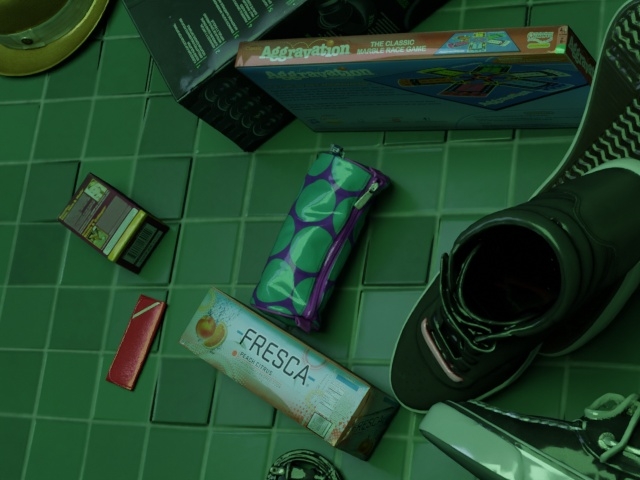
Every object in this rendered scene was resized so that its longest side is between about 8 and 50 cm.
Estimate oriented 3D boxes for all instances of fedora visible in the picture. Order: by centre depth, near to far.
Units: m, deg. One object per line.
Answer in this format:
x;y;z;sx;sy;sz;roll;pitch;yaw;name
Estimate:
-0.295;-0.257;1.590;0.194;0.079;0.194;-10;68;26;fedora

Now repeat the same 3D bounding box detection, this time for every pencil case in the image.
0.000;0.000;1.347;0.070;0.064;0.151;18;81;52;pencil case

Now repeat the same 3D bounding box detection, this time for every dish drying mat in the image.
-0.164;0.090;1.435;0.032;0.008;0.083;17;81;31;dish drying mat

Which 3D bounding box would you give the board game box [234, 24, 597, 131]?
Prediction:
0.087;-0.126;1.299;0.281;0.145;0.027;1;73;28;board game box

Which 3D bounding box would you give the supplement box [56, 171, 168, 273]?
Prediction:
-0.188;-0.016;1.466;0.083;0.043;0.055;35;91;32;supplement box

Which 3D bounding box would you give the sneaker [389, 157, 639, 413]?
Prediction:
0.112;0.049;1.170;0.296;0.147;0.104;-44;73;40;sneaker

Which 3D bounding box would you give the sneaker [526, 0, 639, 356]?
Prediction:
0.238;-0.042;1.226;0.106;0.123;0.290;34;112;30;sneaker

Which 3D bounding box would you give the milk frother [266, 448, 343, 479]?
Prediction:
-0.038;0.222;1.244;0.129;0.135;0.143;-2;71;-5;milk frother

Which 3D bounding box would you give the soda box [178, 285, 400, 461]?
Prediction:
-0.027;0.108;1.323;0.183;0.063;0.058;31;88;32;soda box

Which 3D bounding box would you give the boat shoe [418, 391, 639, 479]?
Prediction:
0.220;0.164;1.144;0.306;0.113;0.105;22;77;30;boat shoe

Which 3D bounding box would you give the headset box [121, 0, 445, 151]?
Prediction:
-0.049;-0.254;1.426;0.283;0.131;0.246;-37;59;12;headset box
